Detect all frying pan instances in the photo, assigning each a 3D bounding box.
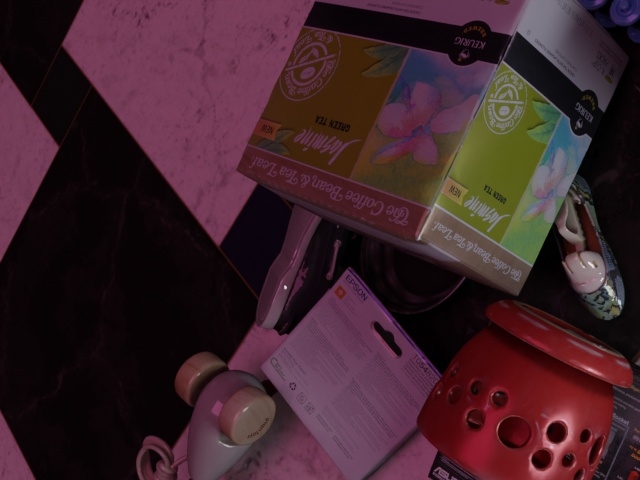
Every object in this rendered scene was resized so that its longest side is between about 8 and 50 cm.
[{"bbox_3d":[0.121,-0.047,1.414,0.197,0.053,0.326,-37,51,28],"label":"frying pan"}]

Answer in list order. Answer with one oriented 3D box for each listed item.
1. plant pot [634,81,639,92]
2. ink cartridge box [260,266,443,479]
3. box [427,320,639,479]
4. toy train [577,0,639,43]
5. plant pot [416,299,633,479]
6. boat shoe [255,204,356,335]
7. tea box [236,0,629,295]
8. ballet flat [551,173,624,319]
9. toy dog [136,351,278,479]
[{"bbox_3d":[0.460,-0.118,1.041,0.167,0.187,0.188,-41,58,16],"label":"plant pot"},{"bbox_3d":[0.052,0.185,1.423,0.223,0.045,0.224,51,119,19],"label":"ink cartridge box"},{"bbox_3d":[0.295,0.246,1.203,0.307,0.076,0.242,28,104,40],"label":"box"},{"bbox_3d":[0.382,-0.285,1.194,0.184,0.080,0.105,40,102,40],"label":"toy train"},{"bbox_3d":[0.222,0.166,1.105,0.191,0.191,0.174,29,96,40],"label":"plant pot"},{"bbox_3d":[0.000,0.000,1.496,0.302,0.091,0.114,-65,20,17],"label":"boat shoe"},{"bbox_3d":[0.128,-0.151,1.253,0.329,0.220,0.323,22,87,46],"label":"tea box"},{"bbox_3d":[0.305,0.006,1.232,0.070,0.070,0.188,-31,65,35],"label":"ballet flat"},{"bbox_3d":[-0.133,0.312,1.563,0.220,0.161,0.333,54,134,29],"label":"toy dog"}]
